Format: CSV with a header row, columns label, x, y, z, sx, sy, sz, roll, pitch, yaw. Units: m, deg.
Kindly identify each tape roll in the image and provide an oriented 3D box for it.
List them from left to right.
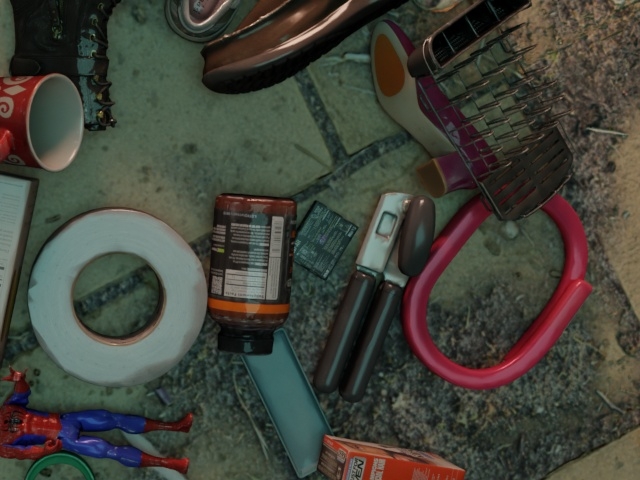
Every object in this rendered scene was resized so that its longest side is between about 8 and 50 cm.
label,x,y,z,sx,sy,sz,roll,pitch,yaw
tape roll,-0.252,0.069,1.595,0.219,0.072,0.219,-1,95,-12

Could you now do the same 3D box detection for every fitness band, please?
label,x,y,z,sx,sy,sz,roll,pitch,yaw
fitness band,0.236,0.059,1.712,0.209,0.054,0.291,39,85,-9

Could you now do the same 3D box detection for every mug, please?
label,x,y,z,sx,sy,sz,roll,pitch,yaw
mug,-0.385,-0.141,1.486,0.169,0.150,0.113,6,95,23

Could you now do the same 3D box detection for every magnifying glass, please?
label,x,y,z,sx,sy,sz,roll,pitch,yaw
magnifying glass,-0.323,0.380,1.626,0.092,0.026,0.231,-5,96,-12

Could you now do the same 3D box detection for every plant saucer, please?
label,x,y,z,sx,sy,sz,roll,pitch,yaw
plant saucer,-0.039,0.211,1.679,0.067,0.018,0.192,-26,98,-9

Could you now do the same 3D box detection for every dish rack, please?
label,x,y,z,sx,sy,sz,roll,pitch,yaw
dish rack,0.236,-0.169,1.643,0.208,0.074,0.272,-38,102,-35

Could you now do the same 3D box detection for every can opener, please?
label,x,y,z,sx,sy,sz,roll,pitch,yaw
can opener,0.073,0.072,1.652,0.076,0.095,0.284,21,89,-12

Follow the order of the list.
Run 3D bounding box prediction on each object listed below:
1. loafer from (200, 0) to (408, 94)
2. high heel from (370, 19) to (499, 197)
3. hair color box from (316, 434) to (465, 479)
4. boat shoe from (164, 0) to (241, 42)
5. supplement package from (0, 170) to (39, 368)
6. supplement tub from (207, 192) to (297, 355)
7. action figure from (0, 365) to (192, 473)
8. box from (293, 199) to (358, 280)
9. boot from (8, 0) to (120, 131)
label,x,y,z,sx,sy,sz,roll,pitch,yaw
loafer,-0.005,-0.307,1.605,0.366,0.134,0.130,-33,89,-13
high heel,0.151,-0.179,1.675,0.117,0.082,0.244,-23,85,-38
hair color box,0.090,0.297,1.663,0.167,0.093,0.053,12,91,-21
boat shoe,-0.094,-0.394,1.579,0.118,0.103,0.320,28,88,-12
supplement package,-0.425,0.034,1.520,0.133,0.139,0.244,12,93,-8
supplement tub,-0.087,0.042,1.612,0.106,0.106,0.198,4,94,-12
action figure,-0.293,0.223,1.564,0.280,0.139,0.092,7,67,-10
box,0.000,0.000,1.671,0.067,0.018,0.083,32,87,-12
boot,-0.268,-0.247,1.551,0.262,0.091,0.229,-3,96,12
